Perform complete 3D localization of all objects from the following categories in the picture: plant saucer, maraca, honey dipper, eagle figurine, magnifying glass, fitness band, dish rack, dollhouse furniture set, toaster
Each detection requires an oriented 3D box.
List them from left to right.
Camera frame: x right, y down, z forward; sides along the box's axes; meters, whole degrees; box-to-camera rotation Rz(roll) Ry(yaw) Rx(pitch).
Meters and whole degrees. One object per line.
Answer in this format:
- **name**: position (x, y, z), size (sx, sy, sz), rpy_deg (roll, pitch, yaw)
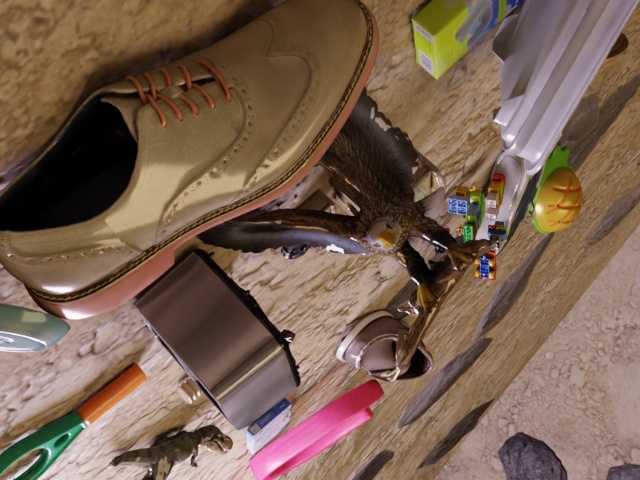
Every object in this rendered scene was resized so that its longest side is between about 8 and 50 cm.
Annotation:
- **plant saucer**: position (-0.281, 0.079, 0.946), size (0.119, 0.119, 0.021), rpy_deg (64, 29, -68)
- **magnifying glass**: position (-0.306, 0.228, 1.290), size (0.231, 0.026, 0.092), rpy_deg (-37, 157, -19)
- **toaster**: position (-0.113, 0.113, 1.241), size (0.110, 0.168, 0.185), rpy_deg (-41, 159, -13)
- **honey dipper**: position (-0.132, 0.166, 1.507), size (0.161, 0.030, 0.030), rpy_deg (-41, 159, -27)
- **fitness band**: position (-0.004, 0.353, 1.998), size (0.291, 0.054, 0.209), rpy_deg (-38, 164, 15)
- **eagle figurine**: position (0.041, -0.032, 1.223), size (0.226, 0.298, 0.225), rpy_deg (-62, -171, -25)
- **dollhouse furniture set**: position (0.067, -0.024, 1.429), size (0.182, 0.101, 0.161), rpy_deg (-42, 159, -12)
- **maraca**: position (0.439, -0.095, 2.037), size (0.127, 0.099, 0.185), rpy_deg (-39, 132, -26)
- **dish rack**: position (0.288, -0.276, 1.296), size (0.285, 0.072, 0.332), rpy_deg (-79, -170, -48)

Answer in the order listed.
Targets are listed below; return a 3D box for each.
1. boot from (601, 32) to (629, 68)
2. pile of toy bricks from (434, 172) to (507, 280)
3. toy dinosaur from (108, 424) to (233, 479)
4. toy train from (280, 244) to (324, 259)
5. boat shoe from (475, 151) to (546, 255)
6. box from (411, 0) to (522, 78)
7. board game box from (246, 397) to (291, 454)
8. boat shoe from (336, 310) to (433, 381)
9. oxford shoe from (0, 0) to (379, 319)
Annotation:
- **boot**: position (0.382, -0.246, 1.682), size (0.197, 0.073, 0.152), rpy_deg (-26, 153, -17)
- **pile of toy bricks**: position (0.261, -0.037, 1.817), size (0.212, 0.118, 0.105), rpy_deg (82, 24, -45)
- **toy dinosaur**: position (-0.239, 0.330, 1.559), size (0.268, 0.064, 0.118), rpy_deg (-4, 127, -58)
- **toy train**: position (0.000, 0.000, 1.452), size (0.158, 0.027, 0.036), rpy_deg (-17, 148, -52)
- **boat shoe**: position (0.325, -0.063, 1.879), size (0.079, 0.095, 0.254), rpy_deg (-19, 139, -31)
- **box**: position (0.185, -0.282, 1.270), size (0.178, 0.042, 0.109), rpy_deg (-43, 161, -8)
- **board game box**: position (-0.090, 0.325, 1.885), size (0.090, 0.020, 0.090), rpy_deg (-38, 157, -23)
- **boat shoe**: position (0.127, 0.205, 1.975), size (0.116, 0.097, 0.324), rpy_deg (-49, 159, 8)
- **oxford shoe**: position (-0.108, -0.094, 0.921), size (0.397, 0.140, 0.146), rpy_deg (-44, 154, -9)
